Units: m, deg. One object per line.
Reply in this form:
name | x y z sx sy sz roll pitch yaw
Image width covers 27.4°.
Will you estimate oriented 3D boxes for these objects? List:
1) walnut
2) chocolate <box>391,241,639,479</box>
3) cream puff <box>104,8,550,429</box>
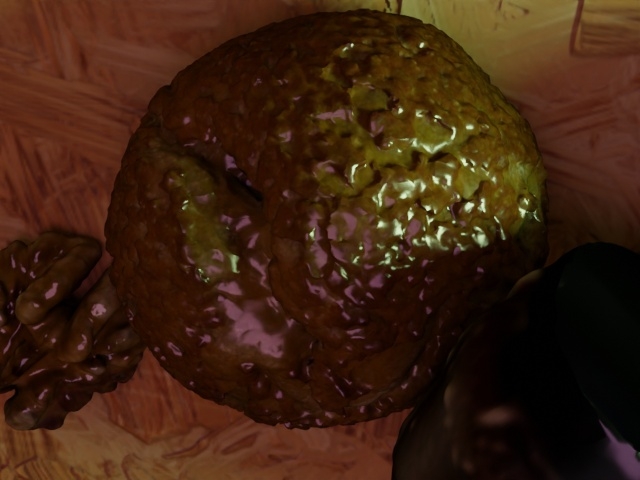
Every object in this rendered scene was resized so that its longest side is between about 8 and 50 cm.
walnut | -0.214 0.078 1.021 0.143 0.069 0.170 40 109 -8
chocolate | 0.173 0.147 0.827 0.210 0.340 0.225 -45 68 28
cream puff | 0.000 0.000 0.882 0.303 0.212 0.303 4 118 8
